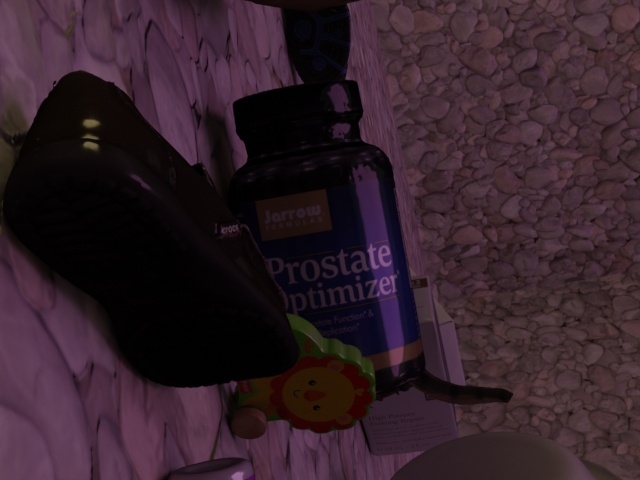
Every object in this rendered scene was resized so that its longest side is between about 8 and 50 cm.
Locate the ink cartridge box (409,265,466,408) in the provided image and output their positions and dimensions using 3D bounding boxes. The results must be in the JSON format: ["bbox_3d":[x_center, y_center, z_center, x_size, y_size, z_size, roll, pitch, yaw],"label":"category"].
[{"bbox_3d":[0.125,0.136,1.409,0.191,0.082,0.140,-126,-160,-62],"label":"ink cartridge box"}]

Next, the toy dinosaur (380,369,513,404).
[{"bbox_3d":[0.036,0.079,0.851,0.268,0.064,0.118,39,-30,23],"label":"toy dinosaur"}]

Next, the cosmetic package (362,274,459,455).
[{"bbox_3d":[0.094,0.155,1.227,0.085,0.117,0.231,-92,168,-47],"label":"cosmetic package"}]

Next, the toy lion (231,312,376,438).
[{"bbox_3d":[-0.015,0.083,0.636,0.034,0.096,0.100,-89,166,-53],"label":"toy lion"}]

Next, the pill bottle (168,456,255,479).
[{"bbox_3d":[-0.049,0.153,0.508,0.043,0.043,0.083,1,79,-82],"label":"pill bottle"}]

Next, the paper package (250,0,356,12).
[{"bbox_3d":[-0.013,-0.336,0.675,0.309,0.168,0.325,-19,99,-66],"label":"paper package"}]

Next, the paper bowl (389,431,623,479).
[{"bbox_3d":[0.161,0.286,0.953,0.284,0.284,0.148,-76,150,-70],"label":"paper bowl"}]

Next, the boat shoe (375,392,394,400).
[{"bbox_3d":[0.043,0.053,1.063,0.095,0.095,0.258,-85,163,-60],"label":"boat shoe"}]

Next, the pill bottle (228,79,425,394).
[{"bbox_3d":[0.000,0.000,0.744,0.123,0.122,0.219,-24,103,-81],"label":"pill bottle"}]

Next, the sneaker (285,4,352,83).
[{"bbox_3d":[-0.002,-0.273,1.192,0.081,0.080,0.211,18,64,-77],"label":"sneaker"}]

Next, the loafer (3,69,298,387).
[{"bbox_3d":[-0.062,0.002,0.462,0.220,0.080,0.078,67,16,-57],"label":"loafer"}]
